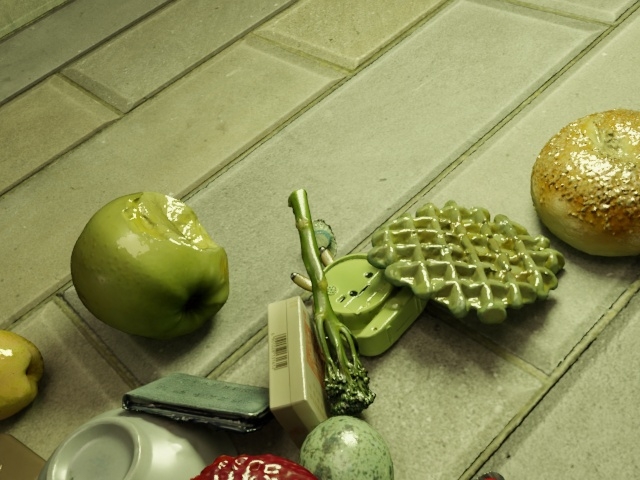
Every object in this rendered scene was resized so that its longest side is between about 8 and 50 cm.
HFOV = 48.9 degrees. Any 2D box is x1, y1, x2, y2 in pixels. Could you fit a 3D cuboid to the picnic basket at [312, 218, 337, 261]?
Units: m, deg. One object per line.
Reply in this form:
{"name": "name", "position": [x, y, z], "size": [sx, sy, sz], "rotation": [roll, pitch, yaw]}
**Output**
{"name": "picnic basket", "position": [0.000, 0.000, 1.354], "size": [0.065, 0.083, 0.083], "rotation": [-26, 0, -7]}

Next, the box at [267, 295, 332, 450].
{"name": "box", "position": [-0.032, 0.206, 1.097], "size": [0.058, 0.141, 0.201], "rotation": [-17, 42, 9]}

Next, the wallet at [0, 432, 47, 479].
{"name": "wallet", "position": [-0.520, 0.387, 1.157], "size": [0.152, 0.039, 0.118], "rotation": [18, 53, 31]}

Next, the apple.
{"name": "apple", "position": [-0.304, 0.050, 1.265], "size": [0.278, 0.279, 0.279], "rotation": [-10, 44, 10]}

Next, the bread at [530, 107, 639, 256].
{"name": "bread", "position": [0.509, -0.114, 1.218], "size": [0.305, 0.159, 0.306], "rotation": [-10, 45, 11]}

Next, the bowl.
{"name": "bowl", "position": [-0.295, 0.358, 1.025], "size": [0.345, 0.157, 0.346], "rotation": [-9, 45, 9]}

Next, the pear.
{"name": "pear", "position": [-0.582, 0.238, 1.249], "size": [0.177, 0.178, 0.178], "rotation": [-10, 44, 10]}

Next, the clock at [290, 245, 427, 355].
{"name": "clock", "position": [0.057, 0.091, 1.231], "size": [0.231, 0.069, 0.170], "rotation": [26, 59, 37]}

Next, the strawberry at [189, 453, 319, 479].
{"name": "strawberry", "position": [-0.095, 0.389, 0.852], "size": [0.220, 0.274, 0.274], "rotation": [12, 33, -31]}

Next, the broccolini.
{"name": "broccolini", "position": [0.005, 0.098, 1.159], "size": [0.078, 0.074, 0.392], "rotation": [8, 56, -35]}

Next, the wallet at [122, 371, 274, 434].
{"name": "wallet", "position": [-0.170, 0.246, 1.092], "size": [0.221, 0.167, 0.036], "rotation": [8, 94, 17]}

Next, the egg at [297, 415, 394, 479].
{"name": "egg", "position": [0.036, 0.326, 0.962], "size": [0.132, 0.132, 0.172], "rotation": [-13, 56, 6]}

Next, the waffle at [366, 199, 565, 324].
{"name": "waffle", "position": [0.243, 0.024, 1.193], "size": [0.291, 0.056, 0.309], "rotation": [-25, 44, -37]}

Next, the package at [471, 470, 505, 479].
{"name": "package", "position": [0.168, 0.420, 0.873], "size": [0.269, 0.071, 0.194], "rotation": [-24, 58, -11]}
